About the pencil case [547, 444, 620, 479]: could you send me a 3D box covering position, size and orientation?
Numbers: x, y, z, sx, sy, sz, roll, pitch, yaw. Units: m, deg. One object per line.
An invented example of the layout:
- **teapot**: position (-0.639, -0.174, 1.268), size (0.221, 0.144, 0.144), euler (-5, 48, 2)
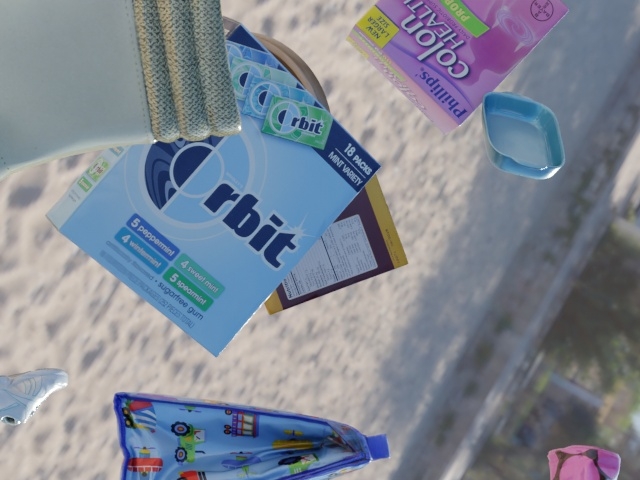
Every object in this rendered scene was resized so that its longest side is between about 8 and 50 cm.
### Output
- **pencil case**: position (0.330, 0.348, 1.474), size (0.095, 0.098, 0.209), euler (137, -48, -62)

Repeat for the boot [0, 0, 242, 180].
- **boot**: position (-0.151, -0.153, 0.569), size (0.095, 0.203, 0.262), euler (145, -68, -88)

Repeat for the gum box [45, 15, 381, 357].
- **gum box**: position (-0.071, -0.035, 0.870), size (0.184, 0.157, 0.041), euler (-49, -150, -4)

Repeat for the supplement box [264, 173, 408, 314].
- **supplement box**: position (0.000, 0.000, 1.678), size (0.194, 0.129, 0.191), euler (-20, -177, 0)

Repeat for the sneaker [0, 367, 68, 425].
- **sneaker**: position (-0.355, 0.185, 1.462), size (0.053, 0.061, 0.152), euler (-17, 174, 31)

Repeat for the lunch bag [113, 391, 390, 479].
- **lunch bag**: position (-0.069, 0.237, 1.400), size (0.221, 0.293, 0.138), euler (88, -3, -77)

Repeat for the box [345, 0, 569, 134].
- **box**: position (0.200, -0.320, 1.840), size (0.243, 0.213, 0.117), euler (-46, -177, -5)

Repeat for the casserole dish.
- **casserole dish**: position (0.277, -0.144, 1.731), size (0.188, 0.114, 0.037), euler (-87, -167, -51)

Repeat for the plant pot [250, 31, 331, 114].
- **plant pot**: position (-0.080, -0.139, 1.521), size (0.110, 0.237, 0.237), euler (-29, 147, -62)
